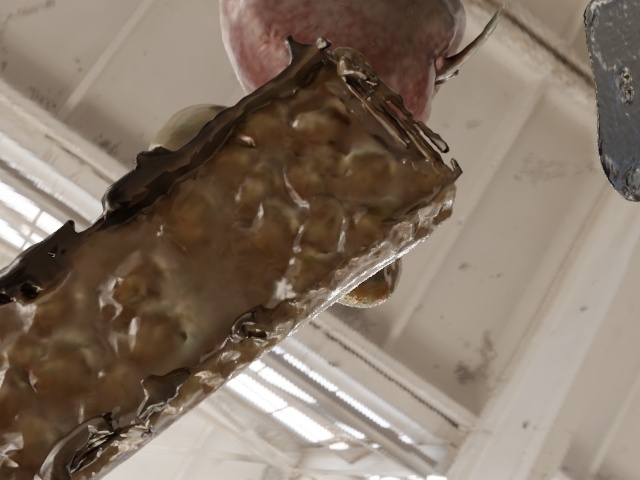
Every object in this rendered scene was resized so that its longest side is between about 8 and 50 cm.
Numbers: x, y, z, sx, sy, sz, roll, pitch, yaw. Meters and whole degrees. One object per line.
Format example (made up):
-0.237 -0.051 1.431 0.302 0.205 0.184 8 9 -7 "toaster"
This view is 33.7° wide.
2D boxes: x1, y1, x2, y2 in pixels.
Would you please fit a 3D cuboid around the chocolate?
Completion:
-0.094 0.054 0.399 0.329 0.065 0.102 -38 -126 -1 "chocolate"

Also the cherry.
0.041 -0.276 1.454 0.326 0.291 0.335 -34 -112 -28 "cherry"

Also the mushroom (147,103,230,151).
-0.147 -0.069 1.289 0.209 0.206 0.206 13 -111 18 "mushroom"

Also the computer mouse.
0.299 -0.142 0.940 0.073 0.122 0.217 -4 -93 -26 "computer mouse"

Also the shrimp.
0.006 -0.014 1.232 0.254 0.059 0.145 30 -115 -28 "shrimp"
